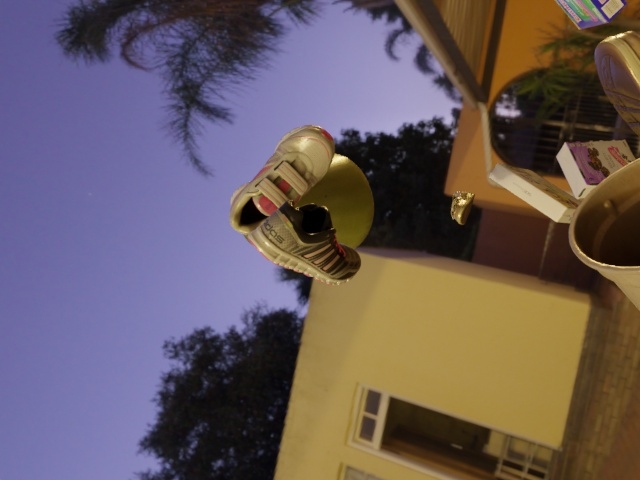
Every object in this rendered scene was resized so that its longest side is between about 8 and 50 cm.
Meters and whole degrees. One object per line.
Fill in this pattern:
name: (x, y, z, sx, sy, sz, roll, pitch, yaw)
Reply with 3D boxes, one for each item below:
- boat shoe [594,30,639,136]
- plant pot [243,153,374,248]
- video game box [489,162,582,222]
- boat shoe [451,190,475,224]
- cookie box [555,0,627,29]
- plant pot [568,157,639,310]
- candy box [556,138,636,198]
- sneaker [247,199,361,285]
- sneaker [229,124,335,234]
boat shoe: (0.448, -0.146, 0.715, 0.098, 0.302, 0.109, -44, 14, 14)
plant pot: (-0.057, -0.073, 1.525, 0.293, 0.274, 0.275, -17, -62, -49)
video game box: (0.535, -0.111, 1.440, 0.187, 0.205, 0.048, 4, -59, -47)
boat shoe: (0.300, -0.075, 1.293, 0.153, 0.048, 0.056, -45, -31, -61)
cookie box: (0.410, -0.379, 0.928, 0.040, 0.092, 0.107, -44, 9, 11)
plant pot: (0.677, 0.040, 1.073, 0.305, 0.333, 0.334, 49, -131, -21)
candy box: (0.812, -0.208, 1.731, 0.070, 0.196, 0.165, 101, 162, -56)
sneaker: (0.000, 0.000, 0.694, 0.170, 0.063, 0.075, 21, -64, -44)
sneaker: (-0.069, -0.091, 1.044, 0.252, 0.103, 0.111, -45, 19, 25)
